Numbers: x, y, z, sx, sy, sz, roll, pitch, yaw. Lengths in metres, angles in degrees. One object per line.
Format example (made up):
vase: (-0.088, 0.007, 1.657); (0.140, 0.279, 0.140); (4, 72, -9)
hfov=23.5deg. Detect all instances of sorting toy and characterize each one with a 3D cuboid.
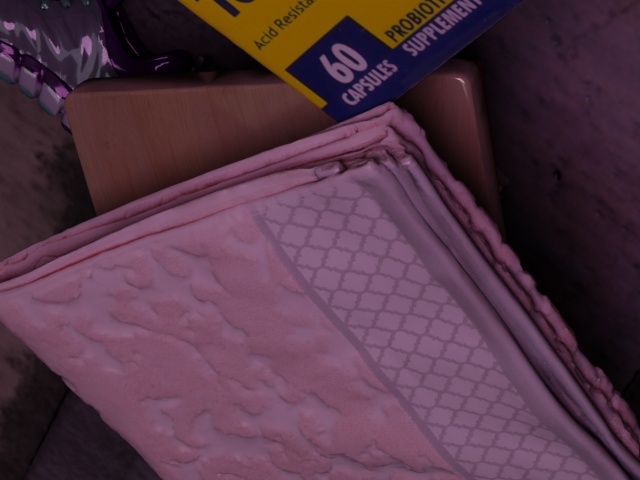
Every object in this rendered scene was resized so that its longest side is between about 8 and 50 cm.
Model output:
sorting toy: (0.000, 0.000, 0.972); (0.255, 0.089, 0.257); (0, 120, 22)

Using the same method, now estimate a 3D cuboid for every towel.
towel: (0.006, 0.094, 0.920); (0.317, 0.053, 0.332); (-19, 123, 36)

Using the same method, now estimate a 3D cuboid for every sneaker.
sneaker: (-0.182, -0.149, 1.020); (0.223, 0.083, 0.098); (35, 104, -5)

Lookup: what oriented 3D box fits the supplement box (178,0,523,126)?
supplement box: (-0.036, -0.258, 0.747); (0.356, 0.195, 0.194); (36, 139, -16)

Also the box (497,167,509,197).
box: (0.042, -0.032, 1.009); (0.094, 0.027, 0.137); (46, 124, -9)
